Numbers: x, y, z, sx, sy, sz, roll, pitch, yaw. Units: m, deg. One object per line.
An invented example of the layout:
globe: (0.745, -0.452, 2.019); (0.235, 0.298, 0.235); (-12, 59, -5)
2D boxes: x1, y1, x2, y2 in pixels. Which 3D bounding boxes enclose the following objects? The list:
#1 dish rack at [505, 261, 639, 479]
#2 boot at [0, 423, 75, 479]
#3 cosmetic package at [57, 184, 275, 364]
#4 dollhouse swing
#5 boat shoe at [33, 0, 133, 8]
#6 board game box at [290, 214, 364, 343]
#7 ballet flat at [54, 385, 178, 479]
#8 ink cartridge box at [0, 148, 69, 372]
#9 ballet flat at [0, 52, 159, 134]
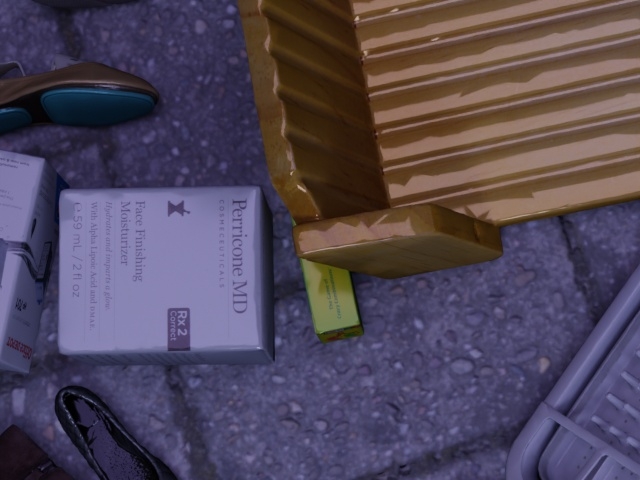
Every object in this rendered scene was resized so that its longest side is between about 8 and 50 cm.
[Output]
dish rack: (0.344, 0.150, 1.457); (0.333, 0.072, 0.285); (-55, 39, -3)
boot: (-0.358, 0.251, 1.551); (0.248, 0.090, 0.207); (38, 72, 10)
cosmetic package: (-0.137, 0.036, 1.525); (0.183, 0.151, 0.151); (-2, 81, 3)
dollhouse swing: (0.135, -0.171, 1.488); (0.305, 0.315, 0.347); (-14, 79, 21)
boat shoe: (-0.152, -0.325, 1.613); (0.324, 0.123, 0.116); (-22, 73, -7)
board game box: (0.000, 0.000, 1.554); (0.043, 0.092, 0.181); (-13, 80, 2)
ballet flat: (-0.190, 0.206, 1.551); (0.057, 0.049, 0.173); (-45, 81, -4)
ink cartridge box: (-0.301, 0.020, 1.543); (0.082, 0.139, 0.191); (9, 82, 3)
ballet flat: (-0.273, -0.147, 1.605); (0.232, 0.080, 0.073); (-8, 65, 0)
